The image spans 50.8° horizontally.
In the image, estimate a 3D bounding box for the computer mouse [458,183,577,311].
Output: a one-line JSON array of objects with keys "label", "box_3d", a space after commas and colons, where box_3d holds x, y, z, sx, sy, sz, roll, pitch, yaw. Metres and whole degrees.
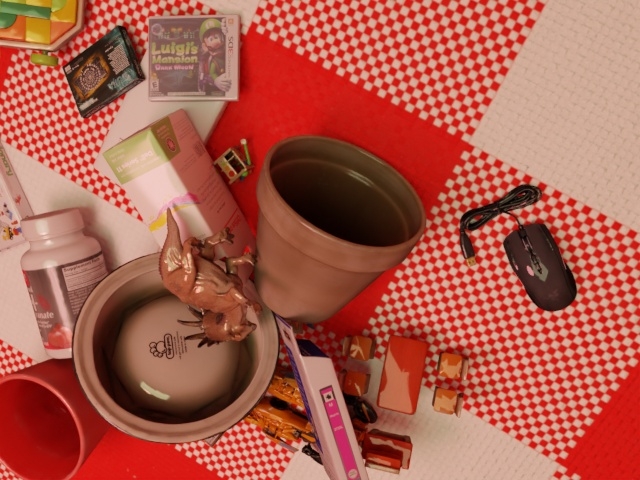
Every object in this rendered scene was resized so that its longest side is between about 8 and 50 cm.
[{"label": "computer mouse", "box_3d": [0.378, 0.038, 1.313, 0.184, 0.060, 0.262, -21, 97, 19]}]

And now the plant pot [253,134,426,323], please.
[{"label": "plant pot", "box_3d": [0.000, 0.000, 1.308, 0.323, 0.323, 0.280, 32, 128, 6]}]

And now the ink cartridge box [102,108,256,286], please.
[{"label": "ink cartridge box", "box_3d": [-0.265, -0.069, 1.366, 0.119, 0.207, 0.353, -24, 107, 15]}]

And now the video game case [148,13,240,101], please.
[{"label": "video game case", "box_3d": [-0.259, -0.371, 1.376, 0.190, 0.022, 0.173, 1, 91, 7]}]

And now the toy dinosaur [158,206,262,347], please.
[{"label": "toy dinosaur", "box_3d": [-0.222, 0.089, 1.256, 0.296, 0.127, 0.200, 45, 121, -11]}]

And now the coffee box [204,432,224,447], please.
[{"label": "coffee box", "box_3d": [-0.290, 0.333, 1.542, 0.246, 0.141, 0.098, 39, 111, 2]}]

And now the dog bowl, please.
[{"label": "dog bowl", "box_3d": [-0.297, 0.232, 1.404, 0.408, 0.408, 0.150, 34, 149, 5]}]

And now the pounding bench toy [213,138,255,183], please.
[{"label": "pounding bench toy", "box_3d": [-0.169, -0.167, 1.422, 0.083, 0.052, 0.065, -38, 92, 21]}]

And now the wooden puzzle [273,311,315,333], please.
[{"label": "wooden puzzle", "box_3d": [-0.074, 0.175, 1.505, 0.116, 0.014, 0.079, -6, 103, 17]}]

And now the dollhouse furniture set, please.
[{"label": "dollhouse furniture set", "box_3d": [0.157, 0.326, 1.372, 0.262, 0.135, 0.259, 10, 86, 11]}]

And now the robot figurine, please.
[{"label": "robot figurine", "box_3d": [-0.019, 0.404, 1.511, 0.291, 0.085, 0.211, 24, 110, 9]}]

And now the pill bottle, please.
[{"label": "pill bottle", "box_3d": [-0.578, 0.093, 1.543, 0.176, 0.176, 0.319, -7, 102, 18]}]

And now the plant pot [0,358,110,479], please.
[{"label": "plant pot", "box_3d": [-0.606, 0.393, 1.594, 0.274, 0.243, 0.275, 4, 105, 14]}]

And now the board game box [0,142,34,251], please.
[{"label": "board game box", "box_3d": [-0.819, -0.118, 1.623, 0.193, 0.053, 0.305, -18, 98, 19]}]

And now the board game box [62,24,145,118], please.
[{"label": "board game box", "box_3d": [-0.468, -0.359, 1.450, 0.186, 0.026, 0.126, -23, 85, 28]}]

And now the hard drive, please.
[{"label": "hard drive", "box_3d": [-0.349, -0.234, 1.463, 0.203, 0.040, 0.308, 35, 111, 5]}]

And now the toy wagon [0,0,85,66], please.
[{"label": "toy wagon", "box_3d": [-0.671, -0.514, 1.401, 0.344, 0.068, 0.267, 4, 96, -12]}]

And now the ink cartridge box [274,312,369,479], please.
[{"label": "ink cartridge box", "box_3d": [0.002, 0.319, 1.345, 0.069, 0.176, 0.371, -21, 98, -12]}]
